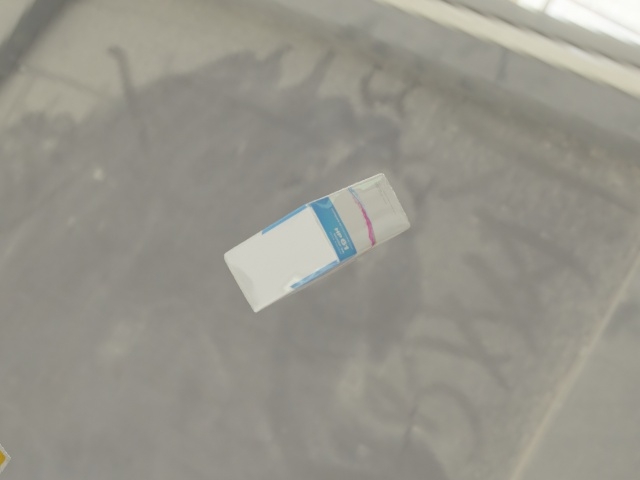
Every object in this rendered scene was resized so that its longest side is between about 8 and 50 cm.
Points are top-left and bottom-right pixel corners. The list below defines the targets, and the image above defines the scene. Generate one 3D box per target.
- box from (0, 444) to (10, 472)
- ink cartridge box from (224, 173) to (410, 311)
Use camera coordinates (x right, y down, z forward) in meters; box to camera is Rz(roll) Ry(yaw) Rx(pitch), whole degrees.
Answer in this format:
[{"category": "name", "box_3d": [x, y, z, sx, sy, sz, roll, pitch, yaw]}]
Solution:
[{"category": "box", "box_3d": [-0.488, 0.249, 1.820, 0.103, 0.203, 0.114, -53, -51, -35]}, {"category": "ink cartridge box", "box_3d": [0.000, 0.000, 1.149, 0.088, 0.052, 0.122, -31, -2, 32]}]
